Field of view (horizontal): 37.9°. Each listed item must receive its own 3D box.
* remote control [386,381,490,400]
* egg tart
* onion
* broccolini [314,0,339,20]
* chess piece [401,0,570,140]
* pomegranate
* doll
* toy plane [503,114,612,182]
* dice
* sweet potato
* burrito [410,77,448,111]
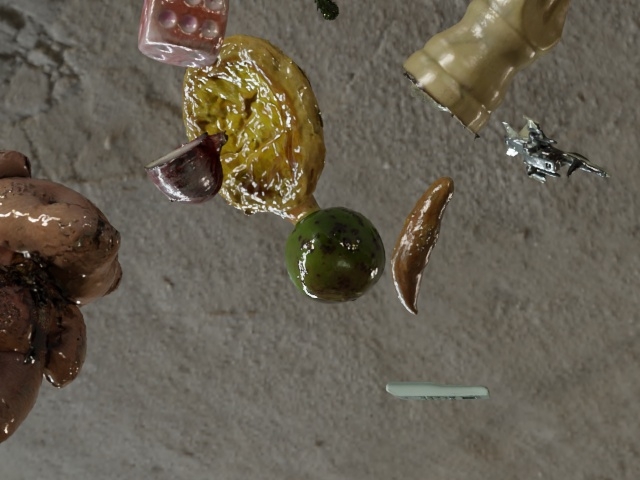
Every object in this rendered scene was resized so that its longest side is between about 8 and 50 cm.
[{"bbox_3d":[0.189,0.240,1.493,0.162,0.029,0.061,-2,166,12],"label":"remote control"},{"bbox_3d":[-0.109,-0.211,1.668,0.341,0.129,0.341,17,122,28],"label":"egg tart"},{"bbox_3d":[-0.206,-0.113,1.544,0.151,0.206,0.098,-24,103,8],"label":"onion"},{"bbox_3d":[-0.009,-0.409,1.501,0.035,0.030,0.140,-45,135,-6],"label":"broccolini"},{"bbox_3d":[0.235,-0.271,1.084,0.137,0.137,0.301,34,105,-30],"label":"chess piece"},{"bbox_3d":[0.001,0.007,1.959,0.286,0.231,0.231,42,128,-7],"label":"pomegranate"},{"bbox_3d":[-0.275,0.047,0.894,0.156,0.303,0.201,-29,122,24],"label":"doll"},{"bbox_3d":[0.505,-0.178,2.026,0.088,0.262,0.192,-39,138,-16],"label":"toy plane"},{"bbox_3d":[-0.163,-0.262,1.106,0.093,0.094,0.091,8,175,-19],"label":"dice"},{"bbox_3d":[0.229,0.009,2.240,0.106,0.095,0.354,11,106,-11],"label":"sweet potato"},{"bbox_3d":[0.211,-0.267,1.669,0.058,0.229,0.063,34,96,-21],"label":"burrito"}]
